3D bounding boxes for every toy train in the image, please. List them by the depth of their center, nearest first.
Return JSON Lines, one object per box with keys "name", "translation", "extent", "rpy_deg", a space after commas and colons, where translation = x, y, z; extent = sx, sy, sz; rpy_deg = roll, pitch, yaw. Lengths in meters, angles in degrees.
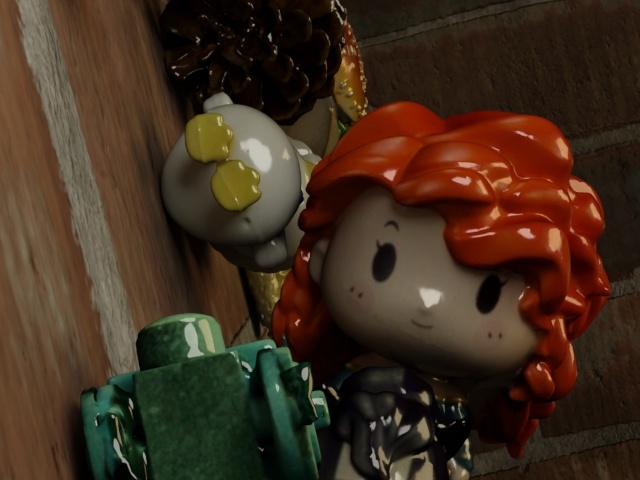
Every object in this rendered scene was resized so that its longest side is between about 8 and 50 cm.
{"name": "toy train", "translation": [-0.042, 0.140, 0.706], "extent": [0.163, 0.112, 0.203], "rpy_deg": [88, -9, -74]}

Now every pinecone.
{"name": "pinecone", "translation": [-0.063, -0.173, 1.260], "extent": [0.165, 0.163, 0.163], "rpy_deg": [-23, 99, -69]}

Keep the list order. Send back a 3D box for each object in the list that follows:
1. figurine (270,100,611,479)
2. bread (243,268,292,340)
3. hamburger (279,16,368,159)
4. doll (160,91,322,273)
{"name": "figurine", "translation": [0.057, 0.107, 1.027], "extent": [0.306, 0.241, 0.412], "rpy_deg": [74, 34, -52]}
{"name": "bread", "translation": [0.000, 0.000, 1.471], "extent": [0.140, 0.160, 0.169], "rpy_deg": [-74, 151, -83]}
{"name": "hamburger", "translation": [-0.040, -0.177, 1.447], "extent": [0.237, 0.147, 0.237], "rpy_deg": [162, -90, -73]}
{"name": "doll", "translation": [-0.052, -0.040, 1.138], "extent": [0.293, 0.119, 0.138], "rpy_deg": [55, 11, -82]}
